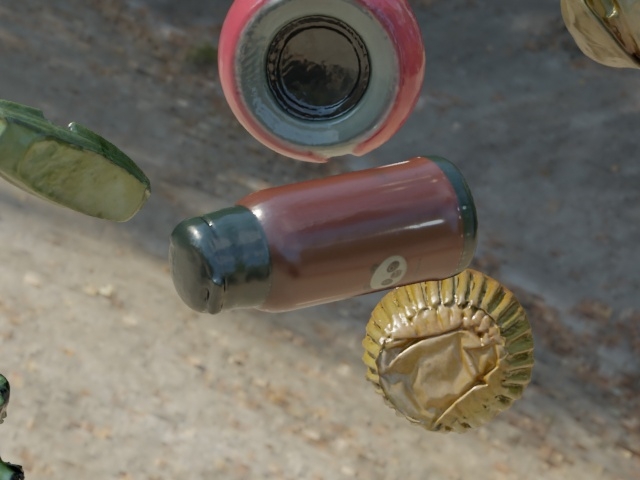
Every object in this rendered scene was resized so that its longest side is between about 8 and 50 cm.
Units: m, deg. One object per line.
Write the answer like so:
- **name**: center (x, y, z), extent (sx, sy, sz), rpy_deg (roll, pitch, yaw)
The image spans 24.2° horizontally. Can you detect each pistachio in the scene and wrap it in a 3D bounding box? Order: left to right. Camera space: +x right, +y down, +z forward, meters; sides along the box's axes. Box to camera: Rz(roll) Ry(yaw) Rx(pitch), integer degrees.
- **pistachio**: center (0.277, -0.212, 1.385), extent (0.113, 0.113, 0.149), rpy_deg (31, 13, 30)

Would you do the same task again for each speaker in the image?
- **speaker**: center (0.009, -0.256, 2.107), extent (0.294, 0.294, 0.294), rpy_deg (21, 14, -6)

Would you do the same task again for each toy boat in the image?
- **toy boat**: center (-0.266, -0.076, 1.632), extent (0.055, 0.093, 0.293), rpy_deg (36, 5, 32)

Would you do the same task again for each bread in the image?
- **bread**: center (0.173, 0.150, 2.023), extent (0.240, 0.240, 0.139), rpy_deg (24, 3, 4)

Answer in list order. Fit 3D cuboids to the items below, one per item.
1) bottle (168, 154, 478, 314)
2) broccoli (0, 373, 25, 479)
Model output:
- **bottle**: center (0.000, 0.000, 1.621), extent (0.336, 0.144, 0.144), rpy_deg (-11, 31, -29)
- **broccoli**: center (-0.336, 0.184, 1.377), extent (0.160, 0.154, 0.167), rpy_deg (34, -6, 1)
